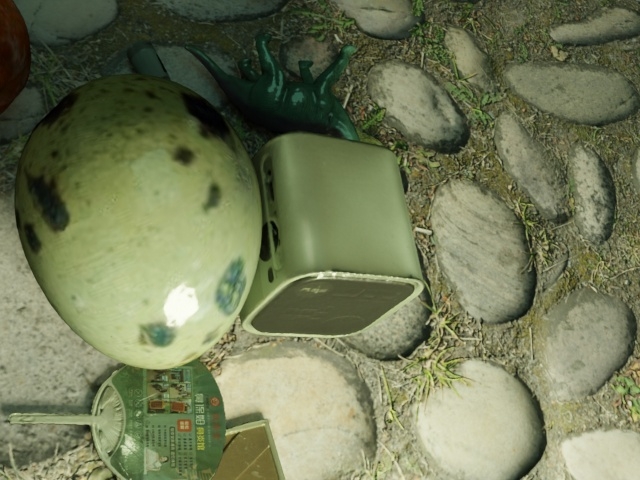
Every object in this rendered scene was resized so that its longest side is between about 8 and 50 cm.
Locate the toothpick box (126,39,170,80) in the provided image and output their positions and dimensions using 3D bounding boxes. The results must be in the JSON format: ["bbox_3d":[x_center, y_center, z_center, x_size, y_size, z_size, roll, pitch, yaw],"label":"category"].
[{"bbox_3d":[-0.315,-0.319,1.459,0.052,0.052,0.083,-22,75,-33],"label":"toothpick box"}]

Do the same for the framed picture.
[{"bbox_3d":[-0.166,0.374,1.164,0.249,0.016,0.184,-8,66,-29],"label":"framed picture"}]

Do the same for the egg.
[{"bbox_3d":[-0.251,-0.029,1.147,0.345,0.345,0.428,-11,73,-29],"label":"egg"}]

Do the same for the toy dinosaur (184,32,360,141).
[{"bbox_3d":[-0.059,-0.209,1.494,0.383,0.129,0.331,-1,76,-10],"label":"toy dinosaur"}]

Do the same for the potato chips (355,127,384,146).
[{"bbox_3d":[0.058,-0.177,1.572,0.209,0.026,0.142,13,55,-20],"label":"potato chips"}]

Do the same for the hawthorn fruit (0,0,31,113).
[{"bbox_3d":[-0.577,-0.300,1.196,0.284,0.284,0.284,11,59,-19],"label":"hawthorn fruit"}]

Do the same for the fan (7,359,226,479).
[{"bbox_3d":[-0.269,0.243,1.181,0.294,0.012,0.223,28,50,-2],"label":"fan"}]

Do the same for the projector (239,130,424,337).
[{"bbox_3d":[0.000,0.000,1.296,0.248,0.248,0.249,6,61,-30],"label":"projector"}]
